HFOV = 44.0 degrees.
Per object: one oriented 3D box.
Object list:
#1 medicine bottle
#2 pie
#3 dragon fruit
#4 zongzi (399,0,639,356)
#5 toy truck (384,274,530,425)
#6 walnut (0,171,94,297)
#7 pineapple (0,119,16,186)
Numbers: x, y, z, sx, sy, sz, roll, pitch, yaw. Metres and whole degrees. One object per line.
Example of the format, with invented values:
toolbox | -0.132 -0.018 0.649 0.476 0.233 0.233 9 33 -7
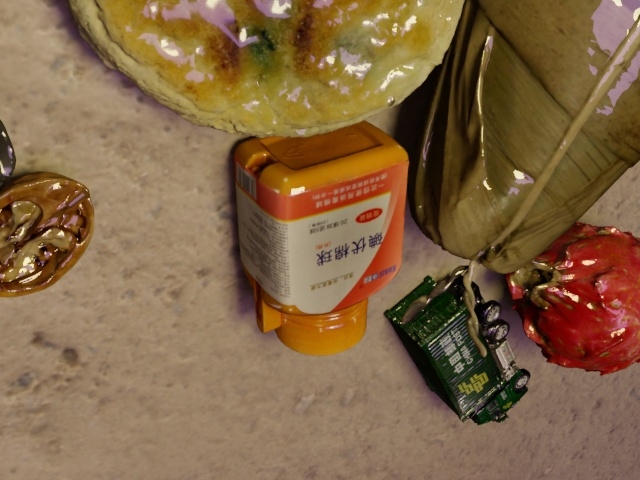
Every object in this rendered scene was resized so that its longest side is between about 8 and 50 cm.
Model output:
medicine bottle | 0.000 0.000 0.800 0.149 0.112 0.222 -18 128 -25
pie | -0.031 -0.211 0.599 0.337 0.075 0.338 -11 129 -14
dragon fruit | 0.356 0.073 1.051 0.268 0.210 0.205 20 89 -36
zongzi | 0.130 -0.202 0.760 0.467 0.218 0.500 37 106 -20
toy truck | 0.194 0.152 1.060 0.121 0.088 0.259 -40 133 -8
walnut | -0.246 -0.011 0.659 0.121 0.052 0.091 -44 133 -6
pineapple | -0.318 -0.028 0.512 0.357 0.222 0.223 -55 137 -17
